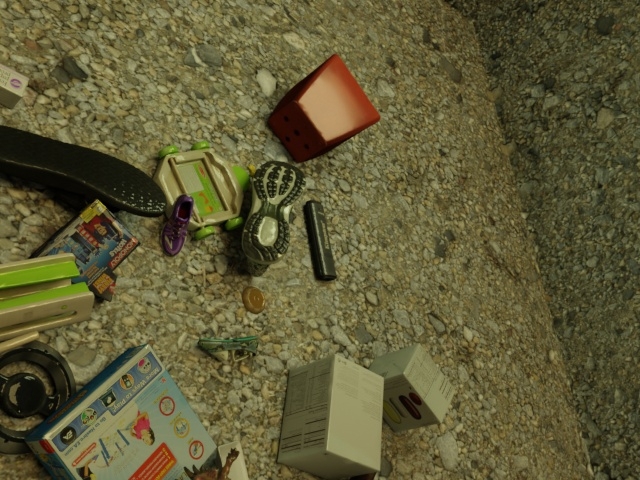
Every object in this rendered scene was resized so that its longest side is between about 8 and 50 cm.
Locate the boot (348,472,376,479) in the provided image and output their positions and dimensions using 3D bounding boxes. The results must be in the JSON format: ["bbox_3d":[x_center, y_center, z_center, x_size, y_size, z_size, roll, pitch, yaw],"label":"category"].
[{"bbox_3d":[0.105,0.657,1.734,0.090,0.248,0.207,43,39,3],"label":"boot"}]

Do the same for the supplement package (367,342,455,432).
[{"bbox_3d":[0.270,0.463,2.047,0.203,0.194,0.149,52,42,-11],"label":"supplement package"}]

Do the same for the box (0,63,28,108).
[{"bbox_3d":[-0.836,-0.410,1.479,0.324,0.067,0.063,26,52,-34],"label":"box"}]

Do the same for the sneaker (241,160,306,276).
[{"bbox_3d":[-0.157,-0.066,1.926,0.158,0.182,0.410,20,51,-7],"label":"sneaker"}]

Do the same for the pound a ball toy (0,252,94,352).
[{"bbox_3d":[-0.618,0.164,1.299,0.319,0.135,0.208,-13,55,-39],"label":"pound a ball toy"}]

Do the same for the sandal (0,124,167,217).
[{"bbox_3d":[-0.588,-0.147,1.566,0.446,0.107,0.167,20,37,-22],"label":"sandal"}]

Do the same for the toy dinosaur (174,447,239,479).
[{"bbox_3d":[-0.258,0.571,1.408,0.127,0.295,0.200,44,17,25],"label":"toy dinosaur"}]

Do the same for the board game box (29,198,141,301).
[{"bbox_3d":[-0.523,0.039,1.514,0.194,0.060,0.194,-48,115,-19],"label":"board game box"}]

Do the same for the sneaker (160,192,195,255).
[{"bbox_3d":[-0.373,-0.041,1.706,0.068,0.071,0.169,14,97,-17],"label":"sneaker"}]

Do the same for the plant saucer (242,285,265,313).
[{"bbox_3d":[-0.186,0.168,1.873,0.083,0.015,0.083,24,53,-36],"label":"plant saucer"}]

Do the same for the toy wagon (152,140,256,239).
[{"bbox_3d":[-0.313,-0.151,1.879,0.344,0.068,0.267,-20,85,-50],"label":"toy wagon"}]

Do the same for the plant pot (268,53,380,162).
[{"bbox_3d":[-0.012,-0.416,2.211,0.267,0.267,0.236,53,52,-10],"label":"plant pot"}]

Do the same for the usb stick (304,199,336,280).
[{"bbox_3d":[0.000,0.000,2.138,0.077,0.045,0.277,9,62,-43],"label":"usb stick"}]

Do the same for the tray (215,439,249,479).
[{"bbox_3d":[-0.198,0.621,1.563,0.145,0.030,0.270,36,37,-72],"label":"tray"}]

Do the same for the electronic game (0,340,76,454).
[{"bbox_3d":[-0.604,0.314,1.329,0.229,0.048,0.229,22,60,-44],"label":"electronic game"}]

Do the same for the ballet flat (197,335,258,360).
[{"bbox_3d":[-0.238,0.286,1.720,0.188,0.070,0.070,5,66,-41],"label":"ballet flat"}]

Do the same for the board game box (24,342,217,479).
[{"bbox_3d":[-0.411,0.435,1.405,0.308,0.086,0.301,-44,111,-49],"label":"board game box"}]

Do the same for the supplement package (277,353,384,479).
[{"bbox_3d":[0.032,0.484,1.783,0.199,0.198,0.262,32,48,-31],"label":"supplement package"}]
